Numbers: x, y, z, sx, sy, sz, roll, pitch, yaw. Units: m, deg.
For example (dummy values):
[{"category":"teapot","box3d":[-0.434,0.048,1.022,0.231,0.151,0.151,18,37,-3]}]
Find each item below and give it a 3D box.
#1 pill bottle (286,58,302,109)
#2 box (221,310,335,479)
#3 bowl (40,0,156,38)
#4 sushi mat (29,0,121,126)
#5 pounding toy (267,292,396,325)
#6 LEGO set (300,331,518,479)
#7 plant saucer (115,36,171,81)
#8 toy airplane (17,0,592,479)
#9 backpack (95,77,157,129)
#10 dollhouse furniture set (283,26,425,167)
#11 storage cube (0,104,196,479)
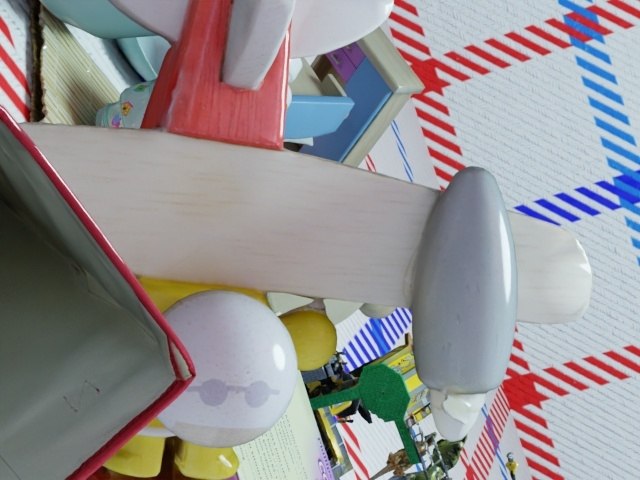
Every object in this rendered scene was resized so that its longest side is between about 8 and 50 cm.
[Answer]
[{"category":"pill bottle","box3d":[-0.083,-0.131,1.563,0.152,0.086,0.086,-58,146,-16]},{"category":"box","box3d":[-0.080,0.192,1.269,0.243,0.117,0.214,-35,107,-75]},{"category":"bowl","box3d":[-0.178,-0.297,1.333,0.311,0.163,0.312,-22,90,-79]},{"category":"sushi mat","box3d":[-0.178,-0.072,1.411,0.316,0.019,0.151,54,22,-53]},{"category":"pounding toy","box3d":[0.000,0.000,1.803,0.237,0.110,0.183,3,111,-44]},{"category":"LEGO set","box3d":[0.104,0.237,1.651,0.192,0.255,0.331,-26,88,-49]},{"category":"plant saucer","box3d":[-0.177,-0.224,1.555,0.195,0.037,0.195,-17,90,-77]},{"category":"toy airplane","box3d":[-0.064,0.005,0.925,0.384,0.386,0.272,57,4,-30]},{"category":"backpack","box3d":[-0.114,-0.068,1.371,0.182,0.115,0.152,49,16,-59]},{"category":"dollhouse furniture set","box3d":[-0.090,-0.190,1.813,0.303,0.198,0.286,-4,52,-46]},{"category":"storage cube","box3d":[-0.205,0.020,0.677,0.193,0.183,0.215,36,-16,43]}]
